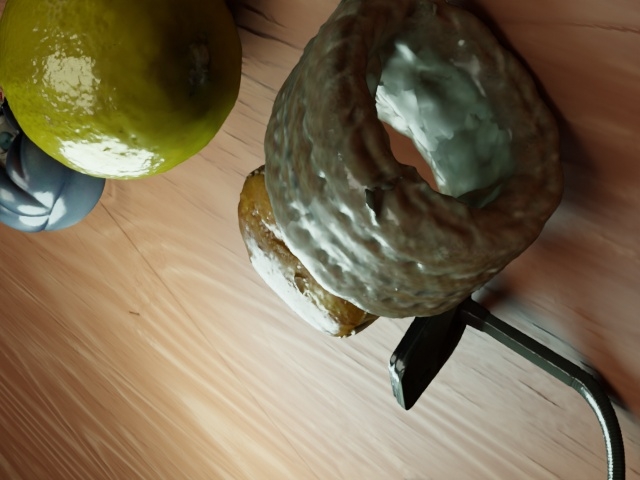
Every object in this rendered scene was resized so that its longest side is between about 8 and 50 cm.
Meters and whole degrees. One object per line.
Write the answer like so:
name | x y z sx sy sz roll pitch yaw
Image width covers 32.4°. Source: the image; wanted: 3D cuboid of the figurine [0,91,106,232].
figurine | -0.399 -0.130 1.506 0.175 0.197 0.265 111 146 -54

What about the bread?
bread | 0.000 0.000 1.072 0.190 0.114 0.132 42 142 23

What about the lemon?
lemon | -0.184 -0.177 1.088 0.219 0.240 0.240 15 126 42

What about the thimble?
thimble | 0.069 -0.066 0.829 0.148 0.196 0.229 133 137 -56

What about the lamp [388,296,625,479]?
lamp | 0.181 0.175 0.955 0.283 0.124 0.203 46 167 22
